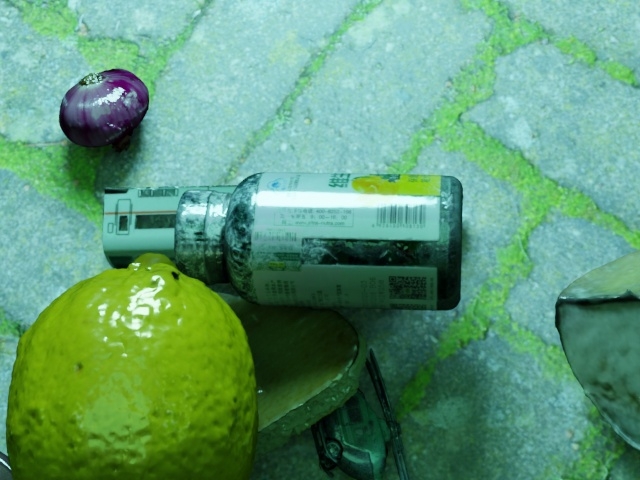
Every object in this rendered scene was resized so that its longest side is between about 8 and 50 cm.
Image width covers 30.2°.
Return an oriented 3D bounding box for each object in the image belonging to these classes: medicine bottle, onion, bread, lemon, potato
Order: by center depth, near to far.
[{"bbox_3d":[-0.177,0.159,1.140,0.245,0.245,0.320,-1,68,7],"label":"lemon"},{"bbox_3d":[0.000,0.000,1.231,0.293,0.141,0.141,1,71,7],"label":"medicine bottle"},{"bbox_3d":[0.408,0.101,1.253,0.264,0.189,0.211,-30,107,-38],"label":"potato"},{"bbox_3d":[-0.088,0.144,1.293,0.286,0.056,0.207,-30,51,8],"label":"bread"},{"bbox_3d":[-0.256,-0.154,1.427,0.115,0.115,0.104,-27,114,-2],"label":"onion"}]

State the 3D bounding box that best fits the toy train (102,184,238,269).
[{"bbox_3d":[-0.041,-0.014,1.349,0.406,0.086,0.088,-2,70,7],"label":"toy train"}]

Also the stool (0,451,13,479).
[{"bbox_3d":[-0.379,0.346,1.217,0.272,0.178,0.272,-2,71,7],"label":"stool"}]

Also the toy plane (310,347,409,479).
[{"bbox_3d":[0.049,0.232,1.272,0.096,0.060,0.235,-11,65,-11],"label":"toy plane"}]
